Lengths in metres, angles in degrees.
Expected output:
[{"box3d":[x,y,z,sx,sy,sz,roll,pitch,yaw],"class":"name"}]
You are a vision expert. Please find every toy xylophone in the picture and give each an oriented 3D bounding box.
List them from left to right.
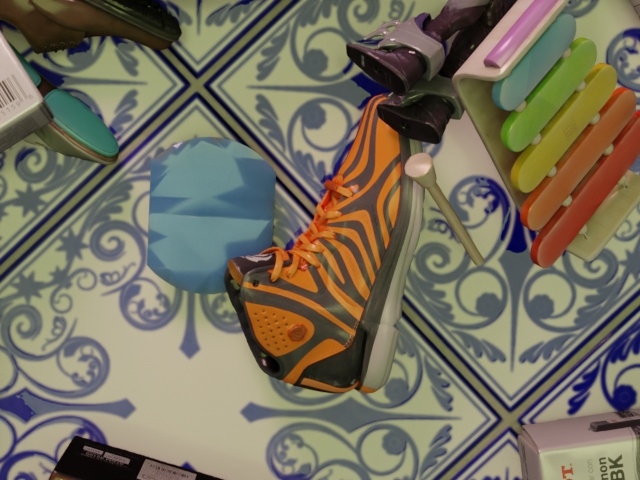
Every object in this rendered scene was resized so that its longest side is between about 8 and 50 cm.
[{"box3d":[0.214,-0.092,1.421,0.236,0.081,0.322,-55,138,-7],"class":"toy xylophone"}]

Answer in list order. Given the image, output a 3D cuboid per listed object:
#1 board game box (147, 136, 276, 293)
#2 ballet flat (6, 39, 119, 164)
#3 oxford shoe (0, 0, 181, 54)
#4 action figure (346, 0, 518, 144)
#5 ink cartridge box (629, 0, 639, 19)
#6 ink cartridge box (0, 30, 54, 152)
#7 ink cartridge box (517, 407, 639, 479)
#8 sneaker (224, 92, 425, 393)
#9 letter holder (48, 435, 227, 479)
[{"box3d":[-0.117,-0.028,1.526,0.133,0.033,0.169,2,100,-7],"class":"board game box"},{"box3d":[-0.305,-0.142,1.501,0.213,0.072,0.068,42,120,-4],"class":"ballet flat"},{"box3d":[-0.258,-0.236,1.490,0.227,0.083,0.096,18,114,-3],"class":"oxford shoe"},{"box3d":[0.159,-0.233,1.432,0.099,0.185,0.285,28,62,35],"class":"action figure"},{"box3d":[0.502,-0.325,1.510,0.385,0.091,0.308,-33,95,-16],"class":"ink cartridge box"},{"box3d":[-0.446,-0.152,1.422,0.275,0.060,0.239,-32,78,-5],"class":"ink cartridge box"},{"box3d":[0.363,0.285,1.522,0.272,0.114,0.197,-8,95,0],"class":"ink cartridge box"},{"box3d":[0.000,0.000,1.471,0.180,0.124,0.321,7,94,-14],"class":"sneaker"},{"box3d":[-0.156,0.364,1.498,0.301,0.152,0.214,17,96,-3],"class":"letter holder"}]
